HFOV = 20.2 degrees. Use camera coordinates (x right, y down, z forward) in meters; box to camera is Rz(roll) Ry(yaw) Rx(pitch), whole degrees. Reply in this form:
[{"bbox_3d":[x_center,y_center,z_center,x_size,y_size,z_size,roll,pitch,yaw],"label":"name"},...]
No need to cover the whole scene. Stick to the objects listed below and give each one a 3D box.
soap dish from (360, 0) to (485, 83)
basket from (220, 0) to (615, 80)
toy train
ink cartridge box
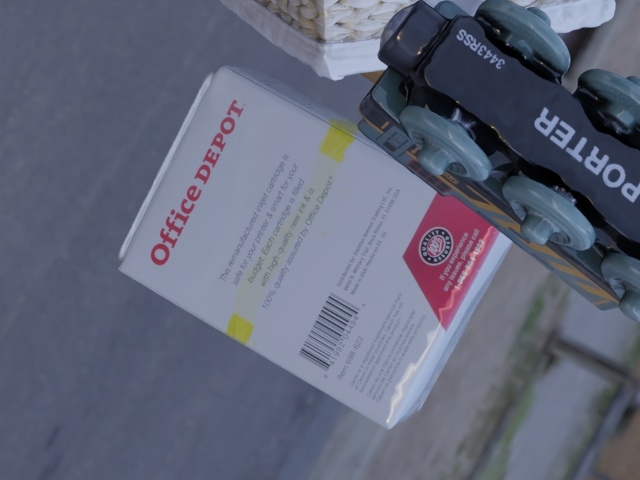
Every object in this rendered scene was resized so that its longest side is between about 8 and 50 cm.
[{"bbox_3d":[0.104,-0.310,2.226,0.291,0.229,0.118,-57,-179,-44],"label":"soap dish"},{"bbox_3d":[0.080,-0.352,1.822,0.328,0.331,0.266,-13,114,-19],"label":"basket"},{"bbox_3d":[0.175,-0.050,1.306,0.142,0.334,0.190,-55,-176,-10],"label":"toy train"},{"bbox_3d":[0.000,0.000,2.110,0.279,0.384,0.160,-62,168,10],"label":"ink cartridge box"}]
